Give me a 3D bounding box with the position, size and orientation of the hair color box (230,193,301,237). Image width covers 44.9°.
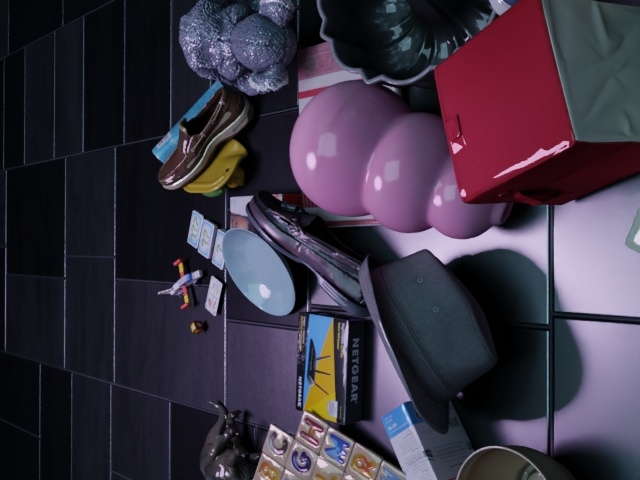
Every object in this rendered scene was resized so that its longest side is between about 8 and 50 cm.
[{"bbox_3d":[-0.108,-0.041,1.500,0.167,0.053,0.093,0,90,50],"label":"hair color box"}]

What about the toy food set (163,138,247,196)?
[{"bbox_3d":[-0.222,-0.144,1.631,0.218,0.071,0.128,6,69,46],"label":"toy food set"}]

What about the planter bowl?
[{"bbox_3d":[0.273,0.344,1.017,0.162,0.109,0.162,-1,88,48],"label":"planter bowl"}]

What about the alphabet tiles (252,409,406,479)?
[{"bbox_3d":[0.016,0.469,1.317,0.342,0.011,0.285,25,102,33],"label":"alphabet tiles"}]

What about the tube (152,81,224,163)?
[{"bbox_3d":[-0.274,-0.251,1.661,0.207,0.052,0.080,-45,57,8],"label":"tube"}]

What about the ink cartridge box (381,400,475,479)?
[{"bbox_3d":[0.174,0.324,1.134,0.060,0.104,0.180,-44,57,39],"label":"ink cartridge box"}]

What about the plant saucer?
[{"bbox_3d":[-0.108,0.053,1.473,0.195,0.037,0.195,31,140,29],"label":"plant saucer"}]

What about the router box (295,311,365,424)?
[{"bbox_3d":[0.015,0.219,1.361,0.133,0.046,0.179,3,91,49],"label":"router box"}]

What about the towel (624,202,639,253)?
[{"bbox_3d":[0.484,-0.093,0.817,0.248,0.038,0.325,35,122,45],"label":"towel"}]

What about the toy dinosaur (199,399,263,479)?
[{"bbox_3d":[-0.187,0.441,1.537,0.313,0.121,0.160,42,107,36],"label":"toy dinosaur"}]

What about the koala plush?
[{"bbox_3d":[-0.126,-0.359,1.411,0.221,0.203,0.196,25,109,46],"label":"koala plush"}]

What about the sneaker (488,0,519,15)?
[{"bbox_3d":[0.222,-0.394,0.888,0.163,0.086,0.226,113,139,-68],"label":"sneaker"}]

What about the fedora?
[{"bbox_3d":[0.165,0.120,1.096,0.124,0.244,0.275,-31,54,13],"label":"fedora"}]

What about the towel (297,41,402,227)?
[{"bbox_3d":[0.053,-0.188,1.333,0.237,0.037,0.329,-1,91,47],"label":"towel"}]

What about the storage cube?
[{"bbox_3d":[0.278,-0.163,0.929,0.193,0.183,0.215,-30,64,58],"label":"storage cube"}]

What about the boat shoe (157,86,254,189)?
[{"bbox_3d":[-0.257,-0.215,1.580,0.257,0.095,0.095,-43,41,14],"label":"boat shoe"}]

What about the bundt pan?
[{"bbox_3d":[0.159,-0.366,1.114,0.330,0.124,0.331,-7,79,37],"label":"bundt pan"}]

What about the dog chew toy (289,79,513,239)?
[{"bbox_3d":[0.120,-0.105,1.127,0.332,0.206,0.207,25,110,25],"label":"dog chew toy"}]

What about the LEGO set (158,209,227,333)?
[{"bbox_3d":[-0.277,0.074,1.692,0.182,0.060,0.244,31,113,49],"label":"LEGO set"}]

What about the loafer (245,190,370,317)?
[{"bbox_3d":[0.000,0.000,1.319,0.302,0.109,0.095,43,118,21],"label":"loafer"}]
